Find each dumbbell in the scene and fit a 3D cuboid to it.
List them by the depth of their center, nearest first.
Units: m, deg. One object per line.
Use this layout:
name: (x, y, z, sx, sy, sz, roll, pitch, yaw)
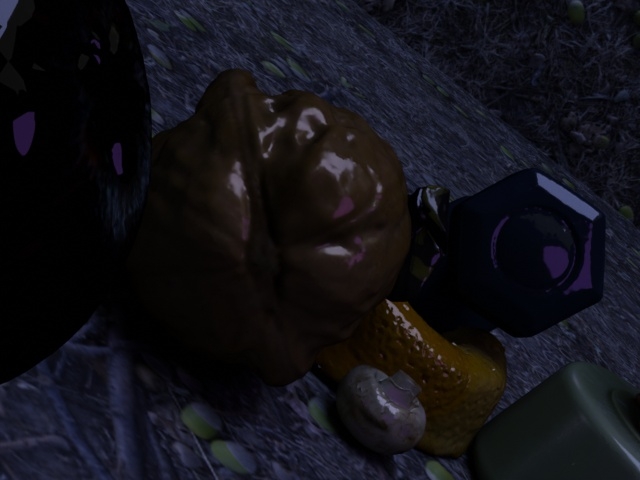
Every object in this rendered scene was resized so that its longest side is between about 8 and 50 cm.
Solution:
dumbbell: (0.172, 0.021, 1.542, 0.144, 0.160, 0.325, 2, -6, -7)

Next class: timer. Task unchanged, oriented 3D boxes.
timer: (0.342, 0.175, 1.410, 0.291, 0.315, 0.291, 36, 16, -12)

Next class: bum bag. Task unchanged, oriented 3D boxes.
bum bag: (0.000, 0.000, 1.332, 0.060, 0.233, 0.106, 49, 46, -55)

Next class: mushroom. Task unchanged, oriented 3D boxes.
mushroom: (0.053, 0.138, 1.282, 0.083, 0.067, 0.083, 40, 9, -8)

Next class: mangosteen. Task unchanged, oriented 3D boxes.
mangosteen: (-0.236, -0.055, 0.785, 0.300, 0.300, 0.300, 37, 16, -12)

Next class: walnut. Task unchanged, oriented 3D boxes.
walnut: (-0.043, -0.013, 1.192, 0.257, 0.225, 0.257, 169, -90, -90)

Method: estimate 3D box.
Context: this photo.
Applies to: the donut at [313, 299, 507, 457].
donut: (0.079, 0.111, 1.391, 0.259, 0.101, 0.152, 37, 21, -27)
